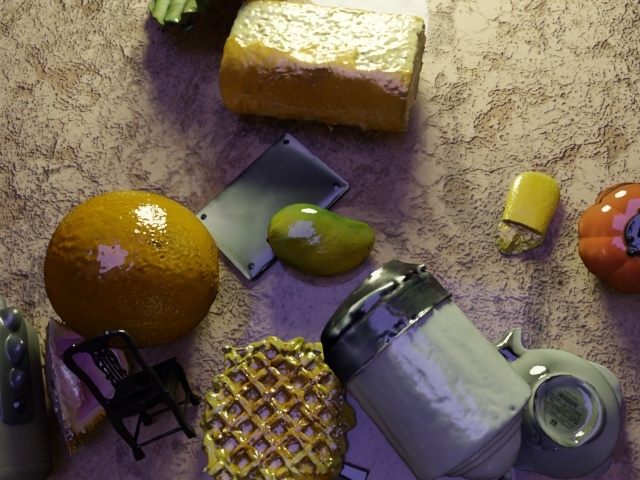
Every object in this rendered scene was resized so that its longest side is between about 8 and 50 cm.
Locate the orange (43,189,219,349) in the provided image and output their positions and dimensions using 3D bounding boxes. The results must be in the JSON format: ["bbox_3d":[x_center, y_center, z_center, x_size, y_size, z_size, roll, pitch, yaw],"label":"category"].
[{"bbox_3d":[-0.302,0.049,0.832,0.273,0.274,0.275,-2,70,6],"label":"orange"}]

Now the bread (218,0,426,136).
[{"bbox_3d":[0.008,-0.332,0.986,0.374,0.165,0.237,9,70,9],"label":"bread"}]

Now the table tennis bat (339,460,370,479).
[{"bbox_3d":[-0.028,0.347,0.821,0.220,0.019,0.130,17,72,14],"label":"table tennis bat"}]

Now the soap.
[{"bbox_3d":[0.377,-0.048,0.911,0.089,0.033,0.169,18,74,15],"label":"soap"}]

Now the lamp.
[{"bbox_3d":[0.517,-0.005,0.816,0.187,0.164,0.188,0,89,23],"label":"lamp"}]

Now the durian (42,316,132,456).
[{"bbox_3d":[-0.410,0.239,0.846,0.182,0.132,0.165,36,86,15],"label":"durian"}]

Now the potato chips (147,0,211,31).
[{"bbox_3d":[-0.203,-0.578,1.085,0.373,0.097,0.389,-31,40,-7],"label":"potato chips"}]

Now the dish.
[{"bbox_3d":[0.363,0.250,0.780,0.224,0.078,0.246,-34,70,-5],"label":"dish"}]

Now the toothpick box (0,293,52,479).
[{"bbox_3d":[-0.552,0.246,0.810,0.228,0.229,0.317,-17,69,0],"label":"toothpick box"}]

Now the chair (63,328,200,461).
[{"bbox_3d":[-0.285,0.215,0.782,0.106,0.113,0.229,-23,111,-3],"label":"chair"}]

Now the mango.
[{"bbox_3d":[-0.003,0.003,0.903,0.190,0.085,0.122,18,75,5],"label":"mango"}]

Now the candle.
[{"bbox_3d":[0.168,0.210,0.742,0.221,0.221,0.342,-39,71,-8],"label":"candle"}]

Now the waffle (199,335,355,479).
[{"bbox_3d":[-0.070,0.278,0.819,0.254,0.052,0.245,-3,64,5],"label":"waffle"}]

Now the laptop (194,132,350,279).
[{"bbox_3d":[-0.098,-0.074,0.984,0.269,0.015,0.187,-44,71,-10],"label":"laptop"}]
